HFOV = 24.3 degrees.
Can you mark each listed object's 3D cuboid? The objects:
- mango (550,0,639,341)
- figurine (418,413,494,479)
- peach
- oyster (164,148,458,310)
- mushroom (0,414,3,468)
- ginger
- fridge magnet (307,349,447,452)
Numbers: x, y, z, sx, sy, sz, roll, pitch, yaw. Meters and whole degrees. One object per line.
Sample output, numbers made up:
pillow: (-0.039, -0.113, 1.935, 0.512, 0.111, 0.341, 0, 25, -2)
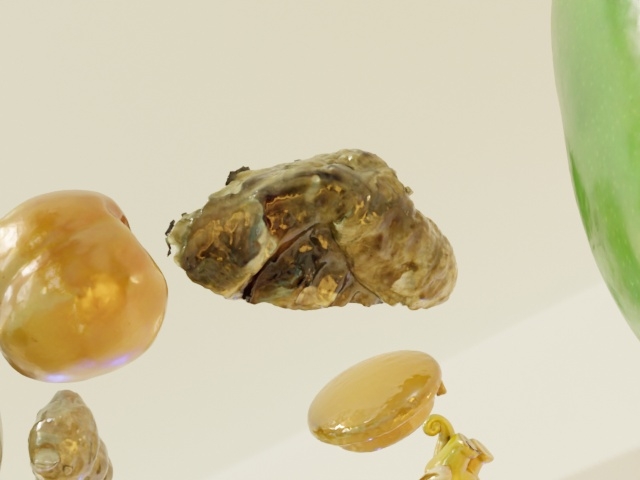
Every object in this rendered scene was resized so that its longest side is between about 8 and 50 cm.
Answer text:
mango: (0.224, -0.078, 0.761, 0.201, 0.382, 0.225, 27, -45, -24)
figurine: (0.096, 0.319, 1.675, 0.246, 0.156, 0.131, -50, -128, 6)
peach: (-0.179, 0.037, 1.058, 0.138, 0.138, 0.138, 11, -55, 16)
oyster: (0.003, 0.005, 1.354, 0.094, 0.294, 0.166, 4, -76, 56)
mushroom: (-0.417, 0.249, 1.513, 0.177, 0.397, 0.126, 20, -34, 0)
ginger: (-0.267, 0.233, 1.597, 0.080, 0.104, 0.204, 4, -26, 0)
fridge magnet: (0.054, 0.157, 1.449, 0.143, 0.143, 0.063, -15, -66, 30)
